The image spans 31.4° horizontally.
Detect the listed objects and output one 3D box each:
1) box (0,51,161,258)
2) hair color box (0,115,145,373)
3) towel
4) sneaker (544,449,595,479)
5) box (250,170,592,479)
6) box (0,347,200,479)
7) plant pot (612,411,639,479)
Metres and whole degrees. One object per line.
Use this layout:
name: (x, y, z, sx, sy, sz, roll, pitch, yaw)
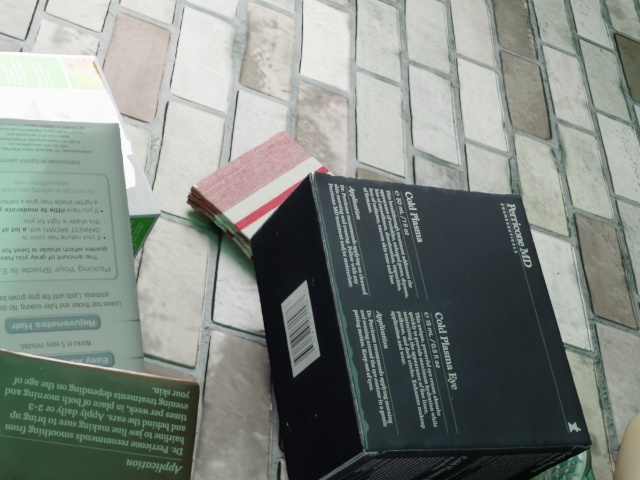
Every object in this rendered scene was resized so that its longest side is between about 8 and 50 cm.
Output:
box: (-0.352, -0.090, 1.352, 0.231, 0.127, 0.262, -2, 54, -36)
hair color box: (-0.286, 0.069, 1.141, 0.185, 0.113, 0.374, -1, 76, -32)
towel: (0.000, 0.000, 1.557, 0.329, 0.037, 0.237, 43, 40, 8)
sneaker: (0.329, 0.330, 1.443, 0.076, 0.065, 0.166, 38, 42, -20)
box: (0.111, 0.118, 1.363, 0.313, 0.179, 0.343, 5, 61, -28)
box: (-0.225, 0.298, 0.953, 0.191, 0.143, 0.381, 13, 67, -23)
plant pot: (0.465, 0.327, 1.408, 0.256, 0.256, 0.274, 26, 26, -9)
